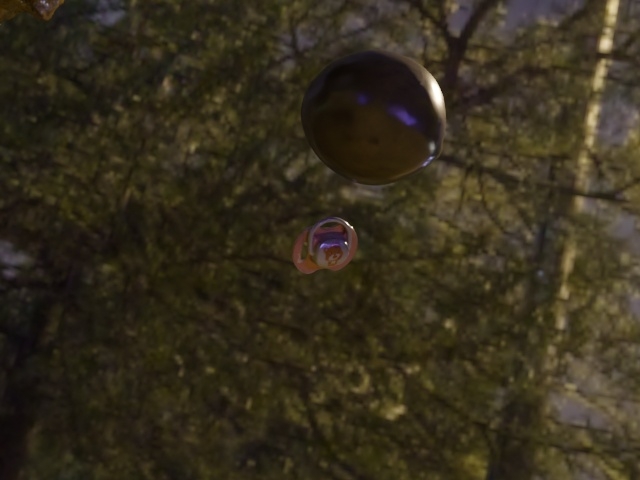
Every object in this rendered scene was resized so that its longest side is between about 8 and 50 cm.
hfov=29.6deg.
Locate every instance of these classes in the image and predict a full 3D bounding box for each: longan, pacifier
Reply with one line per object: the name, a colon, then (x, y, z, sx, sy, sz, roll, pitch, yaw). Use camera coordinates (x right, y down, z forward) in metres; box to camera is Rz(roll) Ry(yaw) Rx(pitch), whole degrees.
longan: (0.089, -0.184, 1.863, 0.246, 0.215, 0.246, 14, 23, -6)
pacifier: (0.000, 0.000, 1.631, 0.099, 0.082, 0.078, -4, 23, -28)

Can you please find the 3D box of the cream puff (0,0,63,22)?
cream puff: (-0.492, -0.442, 1.880, 0.196, 0.244, 0.244, 24, -12, 33)
